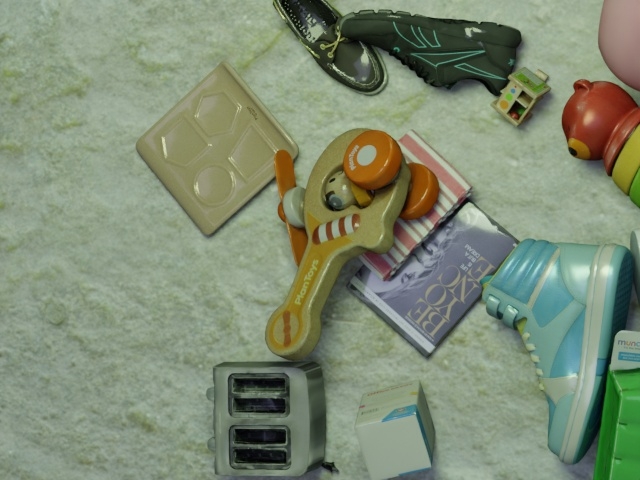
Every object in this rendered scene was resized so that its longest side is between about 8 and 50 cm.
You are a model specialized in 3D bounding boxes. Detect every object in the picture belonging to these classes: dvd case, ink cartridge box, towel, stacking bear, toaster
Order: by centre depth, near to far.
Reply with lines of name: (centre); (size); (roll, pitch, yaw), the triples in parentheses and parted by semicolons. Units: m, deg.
stacking bear: (0.460, -0.116, 1.705); (0.289, 0.175, 0.164); (37, 79, 21)
ink cartridge box: (0.111, 0.270, 1.784); (0.092, 0.143, 0.090); (-15, 102, 12)
dvd case: (0.169, 0.038, 1.834); (0.164, 0.018, 0.221); (42, 98, 12)
towel: (0.117, -0.053, 1.834); (0.197, 0.029, 0.144); (-46, 64, 7)
toaster: (-0.074, 0.266, 1.837); (0.185, 0.110, 0.168); (-1, 89, 13)

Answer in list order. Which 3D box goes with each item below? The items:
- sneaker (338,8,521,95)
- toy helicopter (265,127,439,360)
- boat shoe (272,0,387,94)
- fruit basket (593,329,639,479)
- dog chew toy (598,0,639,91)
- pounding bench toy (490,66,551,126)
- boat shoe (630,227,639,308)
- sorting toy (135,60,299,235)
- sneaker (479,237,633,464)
sneaker: (0.156, -0.278, 1.797); (0.267, 0.101, 0.106); (9, 101, 3)
toy helicopter: (0.000, 0.000, 1.778); (0.235, 0.140, 0.355); (16, 78, 40)
boat shoe: (0.009, -0.308, 1.859); (0.081, 0.068, 0.228); (-46, 79, 8)
fruit basket: (0.552, 0.278, 1.663); (0.353, 0.165, 0.327); (1, 108, -3)
dog chew toy: (0.548, -0.281, 1.649); (0.331, 0.206, 0.207); (14, 91, 21)
pounding bench toy: (0.297, -0.211, 1.799); (0.052, 0.083, 0.065); (41, 129, 14)
boat shoe: (0.488, 0.088, 1.718); (0.076, 0.080, 0.229); (-14, 95, 3)
sorting toy: (-0.160, -0.142, 1.914); (0.208, 0.038, 0.193); (-42, 79, 13)
sneaker: (0.315, 0.144, 1.752); (0.208, 0.127, 0.319); (13, 98, 25)
